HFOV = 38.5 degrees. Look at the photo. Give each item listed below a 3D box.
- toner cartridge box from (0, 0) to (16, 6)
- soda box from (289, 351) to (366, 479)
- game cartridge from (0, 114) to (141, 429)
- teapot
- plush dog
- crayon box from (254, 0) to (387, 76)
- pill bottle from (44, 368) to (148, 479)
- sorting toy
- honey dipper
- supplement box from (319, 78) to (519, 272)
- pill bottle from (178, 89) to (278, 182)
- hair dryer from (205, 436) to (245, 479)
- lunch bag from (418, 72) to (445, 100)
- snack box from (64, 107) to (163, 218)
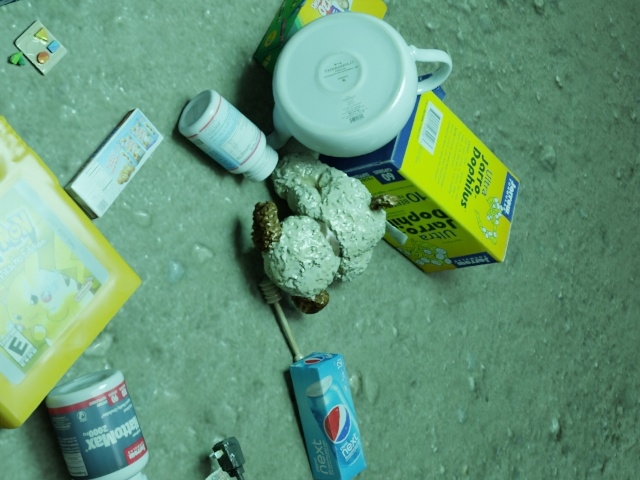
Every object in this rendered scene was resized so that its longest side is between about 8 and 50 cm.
[{"bbox_3d":[-0.309,-0.393,1.174,0.165,0.348,0.075,-36,110,-42],"label":"toner cartridge box"},{"bbox_3d":[0.013,0.300,1.557,0.067,0.071,0.210,-23,105,-45],"label":"soda box"},{"bbox_3d":[-0.419,0.033,1.196,0.324,0.052,0.285,55,49,-25],"label":"game cartridge"},{"bbox_3d":[0.053,-0.243,1.522,0.252,0.256,0.187,-64,163,-8],"label":"teapot"},{"bbox_3d":[0.000,0.000,1.531,0.225,0.210,0.262,-44,115,-28],"label":"plush dog"},{"bbox_3d":[0.006,-0.385,1.682,0.165,0.081,0.278,44,54,-31],"label":"crayon box"},{"bbox_3d":[-0.293,0.276,1.238,0.108,0.108,0.180,-24,100,-45],"label":"pill bottle"},{"bbox_3d":[-0.401,-0.266,1.296,0.062,0.012,0.083,51,51,-27],"label":"sorting toy"},{"bbox_3d":[-0.063,0.140,1.557,0.030,0.030,0.161,-35,112,-43],"label":"honey dipper"},{"bbox_3d":[0.191,-0.113,1.739,0.356,0.194,0.195,37,58,-35],"label":"supplement box"},{"bbox_3d":[-0.146,-0.165,1.484,0.160,0.087,0.087,39,57,-34],"label":"pill bottle"},{"bbox_3d":[-0.168,0.463,1.376,0.223,0.080,0.293,-29,98,-28],"label":"hair dryer"},{"bbox_3d":[0.200,-0.297,1.851,0.065,0.098,0.067,51,56,-23],"label":"lunch bag"},{"bbox_3d":[-0.303,-0.116,1.361,0.064,0.022,0.178,50,51,-26],"label":"snack box"}]
